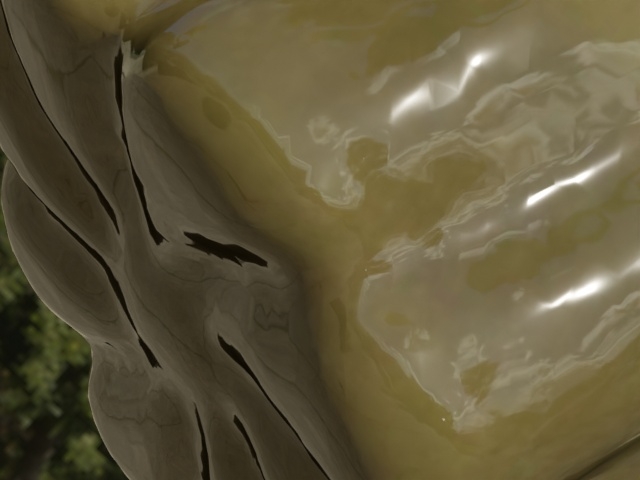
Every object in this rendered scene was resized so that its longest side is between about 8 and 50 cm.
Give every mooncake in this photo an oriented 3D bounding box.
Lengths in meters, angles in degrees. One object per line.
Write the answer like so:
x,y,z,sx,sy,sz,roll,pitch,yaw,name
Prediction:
0.000,0.000,0.740,0.378,0.201,0.378,40,-31,30,mooncake
